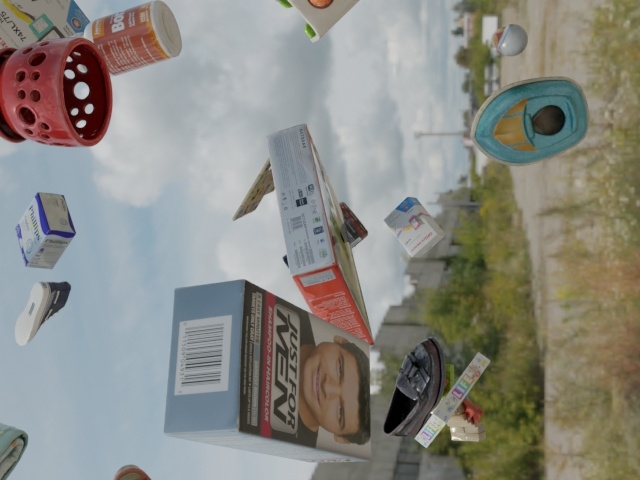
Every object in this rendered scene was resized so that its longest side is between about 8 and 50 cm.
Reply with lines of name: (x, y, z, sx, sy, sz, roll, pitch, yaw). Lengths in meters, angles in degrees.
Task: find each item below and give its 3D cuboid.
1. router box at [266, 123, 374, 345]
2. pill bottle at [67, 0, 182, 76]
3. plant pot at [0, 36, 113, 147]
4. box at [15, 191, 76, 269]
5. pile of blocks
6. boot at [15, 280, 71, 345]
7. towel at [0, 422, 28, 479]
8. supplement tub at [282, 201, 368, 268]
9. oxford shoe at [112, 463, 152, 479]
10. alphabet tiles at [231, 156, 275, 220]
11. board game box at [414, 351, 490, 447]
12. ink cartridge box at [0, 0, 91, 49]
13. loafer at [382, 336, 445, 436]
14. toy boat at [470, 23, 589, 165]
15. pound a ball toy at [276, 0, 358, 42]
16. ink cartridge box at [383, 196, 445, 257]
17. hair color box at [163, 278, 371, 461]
router box: (0.000, 0.000, 1.560, 0.301, 0.082, 0.335, 64, -169, -53)
pill bottle: (-0.406, -0.408, 1.693, 0.121, 0.216, 0.121, -14, -90, -78)
plant pot: (-0.485, -0.261, 1.452, 0.191, 0.174, 0.191, 3, -90, -76)
box: (-0.649, -0.023, 1.934, 0.072, 0.137, 0.126, 9, -137, -44)
pile of blocks: (0.348, 0.400, 2.111, 0.362, 0.113, 0.149, 46, -129, -38)
boot: (-0.683, 0.181, 2.031, 0.086, 0.069, 0.190, 0, -51, -52)
towel: (-0.840, 0.495, 1.685, 0.374, 0.321, 0.090, -58, -24, -48)
supplement tub: (0.007, 0.006, 1.921, 0.106, 0.198, 0.106, 51, -175, -6)
oxford shoe: (-0.481, 0.726, 2.188, 0.146, 0.140, 0.397, -130, 28, -53)
alphabet tiles: (-0.107, -0.142, 1.798, 0.198, 0.009, 0.237, -58, -5, 16)
board game box: (0.225, 0.271, 1.395, 0.154, 0.026, 0.103, -44, -16, -35)
ink cartridge box: (-0.756, -0.513, 2.059, 0.198, 0.197, 0.270, 54, -128, -31)
loafer: (0.210, 0.348, 1.869, 0.109, 0.095, 0.302, -121, 29, -44)
toy boat: (0.446, -0.320, 1.813, 0.148, 0.267, 0.318, -91, -19, -75)
pound a ball toy: (0.004, -0.562, 1.677, 0.208, 0.319, 0.136, 47, 175, -12)
ink cartridge box: (0.226, -0.032, 1.977, 0.122, 0.088, 0.052, 53, -157, 20)
hair color box: (-0.054, 0.195, 1.130, 0.374, 0.114, 0.185, 35, -129, -57)
